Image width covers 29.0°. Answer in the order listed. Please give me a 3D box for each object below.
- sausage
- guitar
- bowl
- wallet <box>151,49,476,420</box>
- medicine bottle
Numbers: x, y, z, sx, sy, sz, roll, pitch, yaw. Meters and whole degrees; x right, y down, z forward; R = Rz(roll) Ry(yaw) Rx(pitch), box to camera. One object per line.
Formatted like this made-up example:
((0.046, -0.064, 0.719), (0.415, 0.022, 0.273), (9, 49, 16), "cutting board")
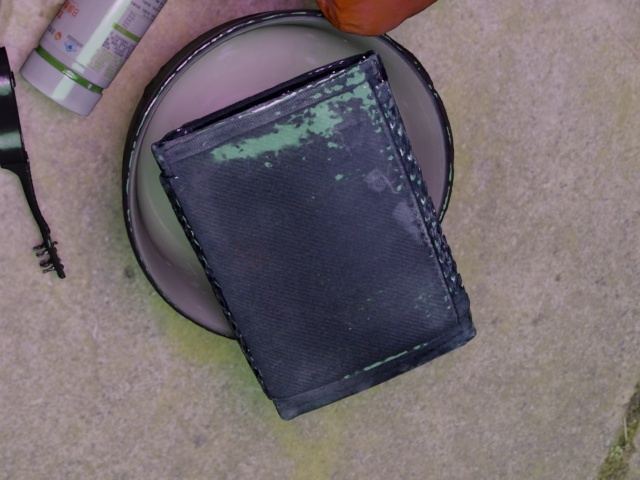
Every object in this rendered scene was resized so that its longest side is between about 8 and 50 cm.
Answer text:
((0.103, -0.293, 1.192), (0.259, 0.113, 0.113), (-39, 118, -16), "sausage")
((-0.316, -0.072, 1.309), (0.038, 0.084, 0.271), (-14, 120, -10), "guitar")
((-0.053, -0.085, 1.324), (0.354, 0.185, 0.353), (-7, 112, -17), "bowl")
((0.000, 0.000, 1.233), (0.237, 0.075, 0.342), (-25, 118, -3), "wallet")
((-0.223, -0.225, 1.268), (0.086, 0.086, 0.183), (33, 96, -27), "medicine bottle")
